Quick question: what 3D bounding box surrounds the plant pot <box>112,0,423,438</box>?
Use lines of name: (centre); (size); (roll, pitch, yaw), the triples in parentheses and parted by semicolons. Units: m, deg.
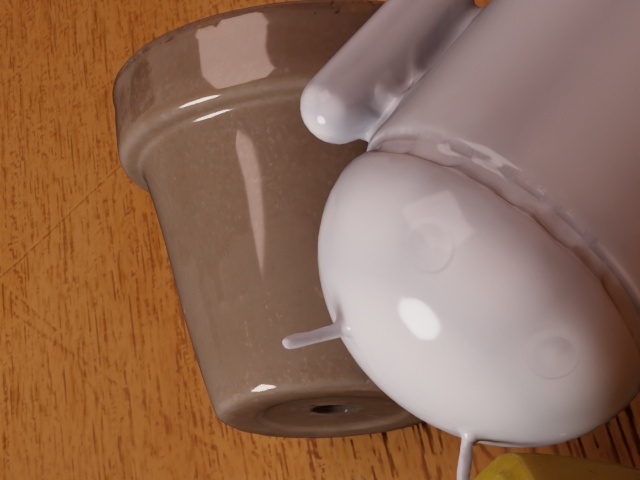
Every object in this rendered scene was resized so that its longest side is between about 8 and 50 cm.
plant pot: (0.000, 0.000, 1.185); (0.263, 0.263, 0.229); (-18, 66, 40)

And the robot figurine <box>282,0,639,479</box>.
robot figurine: (0.137, -0.029, 1.028); (0.300, 0.200, 0.353); (37, 70, 13)

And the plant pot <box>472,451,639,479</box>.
plant pot: (0.123, 0.226, 0.887); (0.212, 0.187, 0.212); (-46, 36, 13)
